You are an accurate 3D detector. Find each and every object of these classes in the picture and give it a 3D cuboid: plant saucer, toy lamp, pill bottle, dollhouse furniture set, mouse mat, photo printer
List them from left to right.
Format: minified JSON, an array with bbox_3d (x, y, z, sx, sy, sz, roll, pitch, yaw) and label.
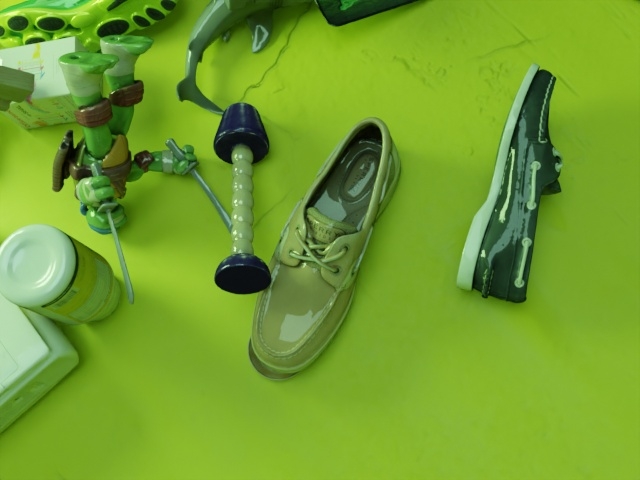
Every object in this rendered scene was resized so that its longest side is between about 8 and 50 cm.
[{"bbox_3d":[-0.506,0.123,1.114,0.256,0.107,0.307,-42,72,-4],"label":"photo printer"},{"bbox_3d":[-0.468,-0.245,1.098,0.151,0.144,0.123,-17,69,50],"label":"dollhouse furniture set"},{"bbox_3d":[-0.325,0.051,1.064,0.103,0.184,0.103,-2,74,8],"label":"pill bottle"},{"bbox_3d":[-0.104,-0.065,1.092,0.080,0.080,0.274,-8,54,7],"label":"toy lamp"},{"bbox_3d":[-0.052,0.140,1.083,0.083,0.015,0.083,-3,73,8],"label":"plant saucer"},{"bbox_3d":[0.067,-0.388,1.192,0.190,0.007,0.152,-22,72,-14],"label":"mouse mat"}]

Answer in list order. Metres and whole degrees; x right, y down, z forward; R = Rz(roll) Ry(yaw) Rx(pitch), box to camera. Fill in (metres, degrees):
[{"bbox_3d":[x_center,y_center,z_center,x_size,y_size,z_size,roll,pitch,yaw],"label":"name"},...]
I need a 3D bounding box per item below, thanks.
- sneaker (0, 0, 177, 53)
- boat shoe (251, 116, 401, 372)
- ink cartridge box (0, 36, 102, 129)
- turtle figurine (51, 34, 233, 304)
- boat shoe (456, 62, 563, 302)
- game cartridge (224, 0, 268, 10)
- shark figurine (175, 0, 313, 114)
[{"bbox_3d":[-0.344,-0.347,1.238,0.296,0.109,0.123,-16,47,8],"label":"sneaker"},{"bbox_3d":[0.000,0.000,1.058,0.122,0.110,0.341,20,76,13],"label":"boat shoe"},{"bbox_3d":[-0.399,-0.222,1.203,0.143,0.092,0.090,-8,74,8],"label":"ink cartridge box"},{"bbox_3d":[-0.229,-0.112,1.075,0.198,0.266,0.275,-19,35,-31],"label":"turtle figurine"},{"bbox_3d":[0.256,-0.070,1.049,0.091,0.114,0.302,17,90,14],"label":"boat shoe"},{"bbox_3d":[-0.006,-0.464,1.168,0.355,0.068,0.230,-20,75,-18],"label":"game cartridge"},{"bbox_3d":[-0.137,-0.320,1.180,0.166,0.116,0.278,41,82,19],"label":"shark figurine"}]
